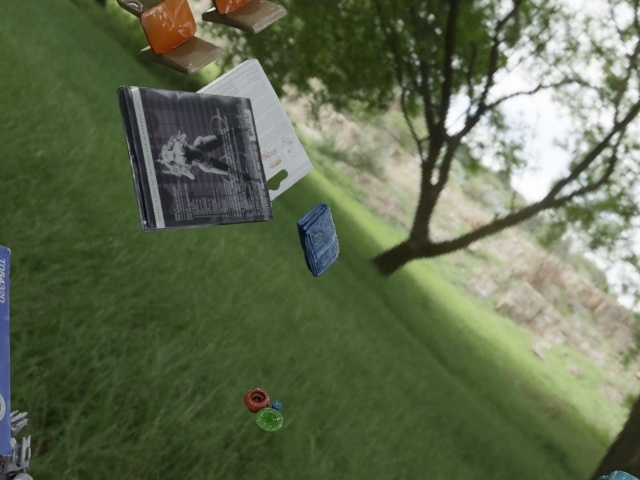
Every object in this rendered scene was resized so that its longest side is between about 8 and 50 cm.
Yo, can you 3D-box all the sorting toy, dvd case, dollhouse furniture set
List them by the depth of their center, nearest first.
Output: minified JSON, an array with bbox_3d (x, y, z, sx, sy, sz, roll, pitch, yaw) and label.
[{"bbox_3d":[-0.082,-0.306,0.742,0.135,0.259,0.262,29,-32,43],"label":"dollhouse furniture set"},{"bbox_3d":[-0.145,-0.098,1.058,0.221,0.018,0.164,-7,85,-55],"label":"dvd case"},{"bbox_3d":[-0.103,0.320,1.616,0.102,0.061,0.042,58,-34,38],"label":"sorting toy"}]

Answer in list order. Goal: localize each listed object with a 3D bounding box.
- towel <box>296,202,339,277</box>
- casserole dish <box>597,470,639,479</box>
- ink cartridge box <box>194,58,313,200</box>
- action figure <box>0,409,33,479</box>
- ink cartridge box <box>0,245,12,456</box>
[{"bbox_3d":[0.000,0.000,1.390,0.029,0.067,0.119,28,-31,33],"label":"towel"},{"bbox_3d":[0.410,0.369,1.082,0.188,0.037,0.114,36,-42,33],"label":"casserole dish"},{"bbox_3d":[-0.134,-0.175,1.528,0.056,0.181,0.224,6,-51,55],"label":"ink cartridge box"},{"bbox_3d":[-0.537,0.352,1.420,0.285,0.185,0.099,20,1,33],"label":"action figure"},{"bbox_3d":[-0.489,0.097,1.126,0.330,0.072,0.324,36,40,-60],"label":"ink cartridge box"}]
